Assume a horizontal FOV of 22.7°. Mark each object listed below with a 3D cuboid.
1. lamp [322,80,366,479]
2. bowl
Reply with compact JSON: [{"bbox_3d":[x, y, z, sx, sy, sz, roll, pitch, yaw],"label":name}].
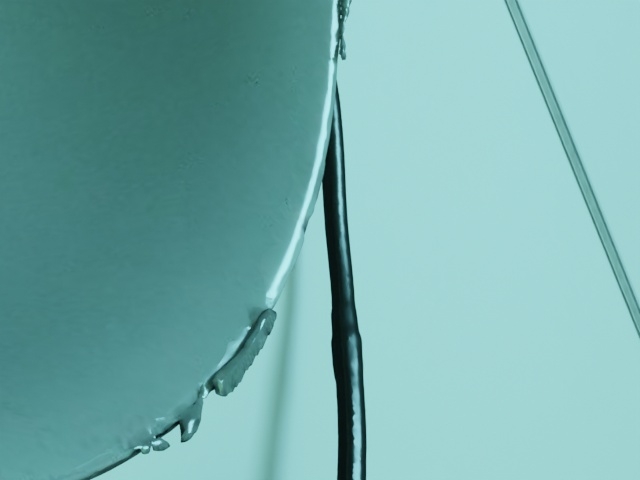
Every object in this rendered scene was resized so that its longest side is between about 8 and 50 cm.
[{"bbox_3d":[0.032,-0.004,0.668,0.130,0.108,0.371,41,47,-47],"label":"lamp"},{"bbox_3d":[-0.150,-0.101,0.378,0.345,0.157,0.345,25,59,-52],"label":"bowl"}]
